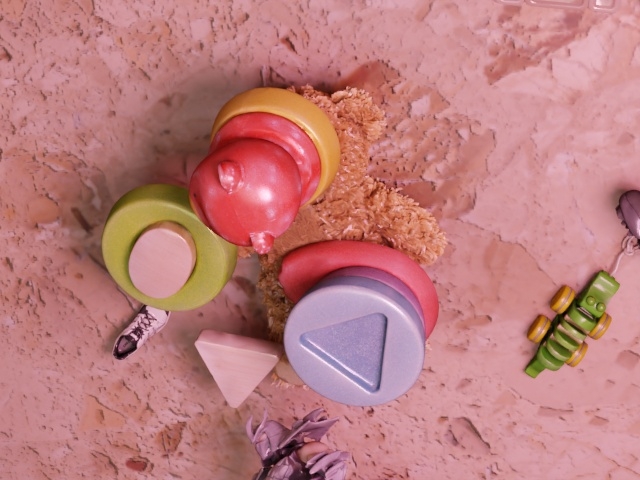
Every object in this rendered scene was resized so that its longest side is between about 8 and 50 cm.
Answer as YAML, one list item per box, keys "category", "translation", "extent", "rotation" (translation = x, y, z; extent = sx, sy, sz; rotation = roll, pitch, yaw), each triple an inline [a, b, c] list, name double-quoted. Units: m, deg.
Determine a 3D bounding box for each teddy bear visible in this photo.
- category: "teddy bear"
  translation: [0.000, 0.000, 1.730]
  extent: [0.245, 0.113, 0.338]
  rotation: [-20, 114, 23]

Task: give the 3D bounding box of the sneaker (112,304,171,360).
- category: "sneaker"
  translation: [-0.182, 0.092, 1.819]
  extent: [0.032, 0.037, 0.083]
  rotation: [37, 110, -4]

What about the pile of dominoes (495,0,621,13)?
- category: "pile of dominoes"
  translation: [0.265, -0.326, 1.600]
  extent: [0.196, 0.040, 0.251]
  rotation: [7, 120, 6]

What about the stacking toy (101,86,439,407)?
- category: "stacking toy"
  translation: [-0.063, 0.049, 1.634]
  extent: [0.279, 0.130, 0.309]
  rotation: [-27, 111, 28]

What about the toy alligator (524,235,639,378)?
- category: "toy alligator"
  translation: [0.257, 0.069, 1.731]
  extent: [0.056, 0.051, 0.189]
  rotation: [34, 112, -5]

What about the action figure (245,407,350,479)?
- category: "action figure"
  translation: [-0.005, 0.282, 1.675]
  extent: [0.285, 0.099, 0.185]
  rotation: [62, 151, 24]

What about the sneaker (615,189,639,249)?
- category: "sneaker"
  translation: [0.388, 0.007, 1.676]
  extent: [0.234, 0.078, 0.106]
  rotation: [35, 109, -9]
